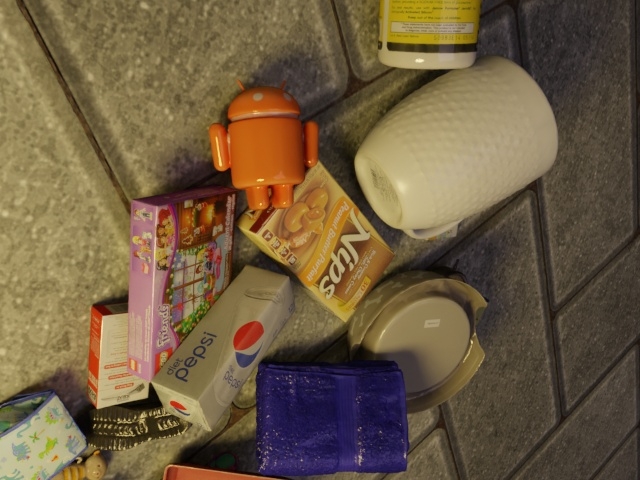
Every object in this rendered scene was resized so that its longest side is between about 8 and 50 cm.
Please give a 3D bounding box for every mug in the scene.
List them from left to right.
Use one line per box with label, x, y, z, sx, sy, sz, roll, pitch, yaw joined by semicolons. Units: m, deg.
mug;0.252;-0.144;1.299;0.328;0.276;0.374;-30;145;-15

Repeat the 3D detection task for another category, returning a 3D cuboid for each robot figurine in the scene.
robot figurine;-0.093;-0.161;1.071;0.128;0.158;0.219;-8;94;-69

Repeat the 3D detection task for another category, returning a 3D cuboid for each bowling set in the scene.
bowling set;-0.412;0.525;1.055;0.154;0.200;0.287;-2;112;-40

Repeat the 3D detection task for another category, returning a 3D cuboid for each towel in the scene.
towel;0.026;0.347;1.271;0.308;0.076;0.228;2;63;-12

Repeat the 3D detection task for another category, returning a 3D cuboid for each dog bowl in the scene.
dog bowl;0.217;0.224;1.455;0.348;0.102;0.349;-10;116;-20

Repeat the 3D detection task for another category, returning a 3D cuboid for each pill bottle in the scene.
pill bottle;0.204;-0.491;1.160;0.188;0.188;0.334;-14;116;-35

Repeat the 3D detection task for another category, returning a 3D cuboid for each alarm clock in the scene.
alarm clock;0.284;0.141;1.552;0.192;0.064;0.129;-44;129;-20

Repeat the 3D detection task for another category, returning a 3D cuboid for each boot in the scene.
boot;-0.315;0.320;1.134;0.198;0.137;0.077;-1;85;0

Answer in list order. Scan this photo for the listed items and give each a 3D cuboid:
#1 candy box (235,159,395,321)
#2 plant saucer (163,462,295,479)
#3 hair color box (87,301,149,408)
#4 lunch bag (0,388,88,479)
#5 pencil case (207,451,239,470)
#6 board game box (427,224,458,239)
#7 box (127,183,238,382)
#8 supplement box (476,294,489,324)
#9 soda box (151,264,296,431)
candy box;0.000;0.000;1.250;0.183;0.087;0.316;-52;130;-11
plant saucer;-0.190;0.549;1.256;0.258;0.048;0.259;10;110;-7
hair color box;-0.338;0.190;1.074;0.093;0.053;0.167;-3;107;-40
lunch bag;-0.459;0.315;0.995;0.151;0.096;0.129;-27;122;-17
pencil case;-0.195;0.512;1.303;0.064;0.070;0.152;-17;118;-34
board game box;0.288;-0.081;1.494;0.103;0.026;0.154;-7;111;-37
box;-0.228;0.063;1.064;0.201;0.057;0.293;-22;122;-58
supplement box;0.377;0.169;1.643;0.083;0.056;0.083;29;88;-42
soda box;-0.154;0.174;1.090;0.286;0.098;0.091;-53;147;-38
